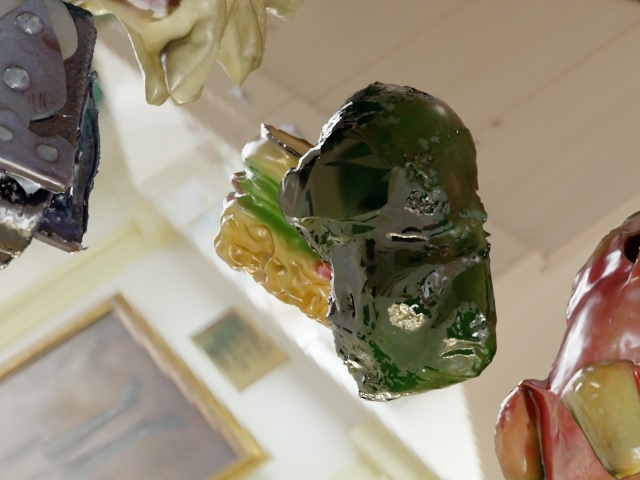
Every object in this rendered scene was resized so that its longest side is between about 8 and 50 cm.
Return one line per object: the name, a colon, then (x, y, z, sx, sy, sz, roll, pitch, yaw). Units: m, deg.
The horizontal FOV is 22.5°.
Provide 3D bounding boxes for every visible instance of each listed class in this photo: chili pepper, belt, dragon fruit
chili pepper: (0.056, -0.006, 1.287, 0.148, 0.116, 0.265, -11, 80, 38)
belt: (-0.195, -0.074, 1.004, 0.128, 0.122, 0.218, 22, -141, -20)
dragon fruit: (0.225, 0.094, 0.905, 0.307, 0.227, 0.243, -22, -79, -63)

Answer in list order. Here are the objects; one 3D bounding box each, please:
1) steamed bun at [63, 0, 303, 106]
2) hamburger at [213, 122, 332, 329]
steamed bun: (-0.105, -0.246, 1.265, 0.189, 0.428, 0.247, 30, 134, 8)
hamburger: (0.000, 0.000, 1.586, 0.237, 0.149, 0.237, 29, -173, -4)
